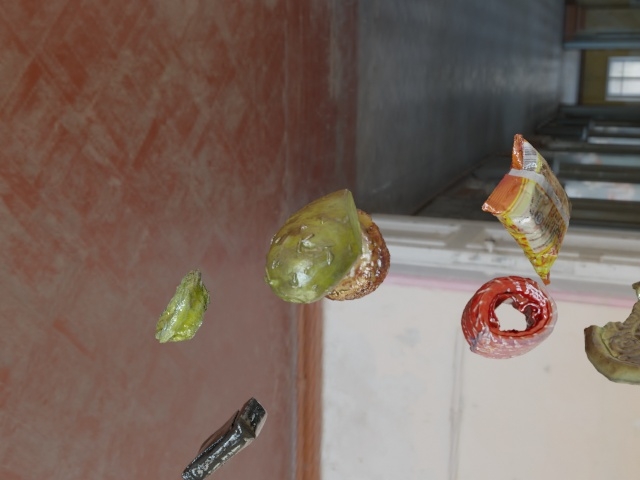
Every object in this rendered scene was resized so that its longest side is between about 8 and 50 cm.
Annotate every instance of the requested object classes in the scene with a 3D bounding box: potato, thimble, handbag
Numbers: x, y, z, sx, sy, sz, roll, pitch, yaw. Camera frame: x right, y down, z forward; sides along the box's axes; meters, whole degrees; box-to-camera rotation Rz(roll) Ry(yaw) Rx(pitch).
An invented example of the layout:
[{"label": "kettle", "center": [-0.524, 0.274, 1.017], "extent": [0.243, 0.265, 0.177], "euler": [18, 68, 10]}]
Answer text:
[{"label": "potato", "center": [0.000, 0.000, 1.528], "extent": [0.298, 0.176, 0.141], "euler": [-60, 144, -42]}, {"label": "thimble", "center": [0.404, 0.164, 1.726], "extent": [0.125, 0.189, 0.163], "euler": [107, -29, -68]}, {"label": "handbag", "center": [-0.245, 0.531, 2.100], "extent": [0.223, 0.080, 0.247], "euler": [-44, 179, 5]}]

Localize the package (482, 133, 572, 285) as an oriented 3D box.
[{"label": "package", "center": [0.477, -0.065, 1.773], "extent": [0.288, 0.108, 0.223], "euler": [42, 62, -31]}]

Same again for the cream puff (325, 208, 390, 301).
[{"label": "cream puff", "center": [0.069, 0.036, 2.038], "extent": [0.164, 0.240, 0.240], "euler": [-12, 107, -54]}]

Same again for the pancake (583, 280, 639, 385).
[{"label": "pancake", "center": [0.449, 0.110, 1.014], "extent": [0.235, 0.211, 0.029], "euler": [-37, 117, -30]}]

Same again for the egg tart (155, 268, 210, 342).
[{"label": "egg tart", "center": [-0.309, 0.155, 1.836], "extent": [0.197, 0.078, 0.197], "euler": [-53, -160, 29]}]
